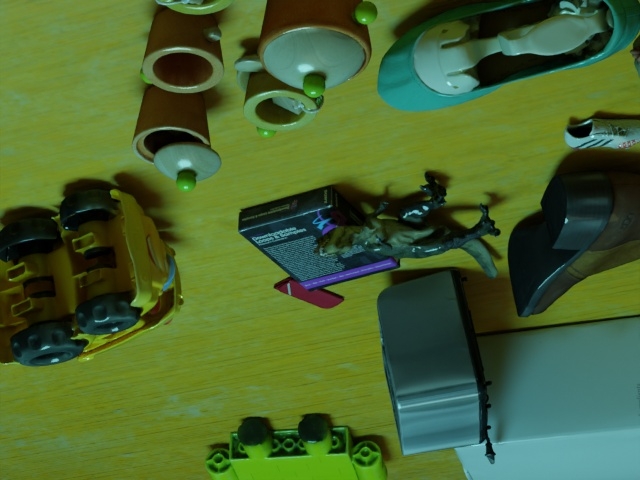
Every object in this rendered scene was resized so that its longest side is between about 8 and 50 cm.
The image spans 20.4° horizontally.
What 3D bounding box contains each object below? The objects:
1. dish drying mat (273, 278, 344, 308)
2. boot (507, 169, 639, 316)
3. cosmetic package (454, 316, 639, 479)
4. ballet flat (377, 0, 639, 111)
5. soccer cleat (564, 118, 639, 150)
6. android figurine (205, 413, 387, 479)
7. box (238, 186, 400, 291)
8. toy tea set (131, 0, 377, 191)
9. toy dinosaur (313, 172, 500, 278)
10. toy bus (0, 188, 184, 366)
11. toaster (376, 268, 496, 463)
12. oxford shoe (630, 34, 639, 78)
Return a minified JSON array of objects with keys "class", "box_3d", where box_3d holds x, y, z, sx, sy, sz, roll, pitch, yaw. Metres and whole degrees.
[{"class":"dish drying mat","box_3d":[-0.013,0.062,2.060,0.083,0.008,0.032,23,143,-36]},{"class":"boot","box_3d":[0.355,0.001,1.901,0.280,0.096,0.264,-1,145,-13]},{"class":"cosmetic package","box_3d":[0.361,0.206,2.176,0.385,0.156,0.217,-5,151,12]},{"class":"ballet flat","box_3d":[0.155,-0.172,1.540,0.247,0.083,0.087,-15,-178,18]},{"class":"soccer cleat","box_3d":[0.278,-0.106,1.729,0.083,0.029,0.035,-5,156,18]},{"class":"android figurine","box_3d":[-0.031,0.320,2.490,0.248,0.056,0.273,-3,150,6]},{"class":"box","box_3d":[0.000,0.000,1.924,0.116,0.029,0.162,-15,149,24]},{"class":"toy tea set","box_3d":[-0.073,-0.135,1.572,0.200,0.124,0.336,5,151,-9]},{"class":"toy dinosaur","box_3d":[0.116,-0.010,1.875,0.268,0.064,0.118,8,147,-36]},{"class":"toy bus","box_3d":[-0.223,0.051,1.916,0.220,0.149,0.211,-25,156,33]},{"class":"toaster","box_3d":[0.132,0.151,2.039,0.110,0.186,0.168,-11,152,0]},{"class":"oxford shoe","box_3d":[0.333,-0.162,1.531,0.130,0.123,0.348,1,151,9]}]
